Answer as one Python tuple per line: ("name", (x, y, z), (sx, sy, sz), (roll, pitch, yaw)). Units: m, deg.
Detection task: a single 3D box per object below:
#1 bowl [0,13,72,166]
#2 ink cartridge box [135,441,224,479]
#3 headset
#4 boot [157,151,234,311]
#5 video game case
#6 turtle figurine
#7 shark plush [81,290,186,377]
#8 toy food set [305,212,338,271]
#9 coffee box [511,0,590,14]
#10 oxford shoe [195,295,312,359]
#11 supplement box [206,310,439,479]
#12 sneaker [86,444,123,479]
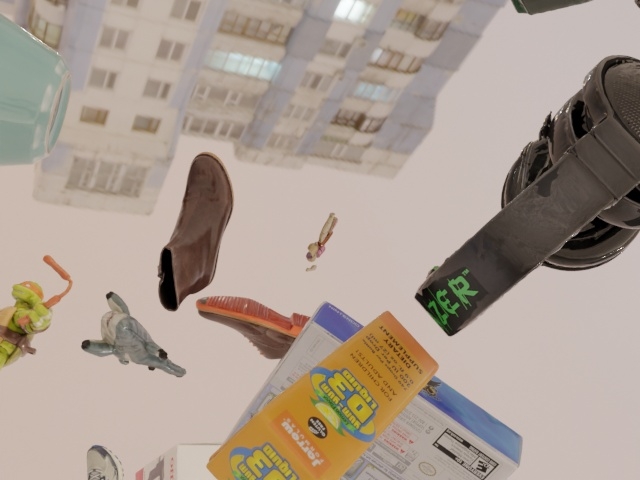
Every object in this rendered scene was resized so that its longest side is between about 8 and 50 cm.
("bowl", (-0.594, -0.271, 1.628), (0.163, 0.311, 0.311), (16, -131, -12))
("ink cartridge box", (-0.229, 0.446, 1.374), (0.100, 0.237, 0.171), (8, -119, -27))
("headset", (0.224, -0.079, 0.709), (0.394, 0.243, 0.185), (-36, -101, -17))
("boot", (-0.222, -0.019, 1.450), (0.090, 0.248, 0.207), (6, -163, 10))
("video game case", (0.048, 0.238, 0.948), (0.270, 0.244, 0.061), (35, -152, 2))
("turtle figurine", (-0.414, 0.131, 1.046), (0.087, 0.270, 0.217), (49, -127, -36))
("shark plush", (-0.208, 0.130, 0.954), (0.067, 0.161, 0.073), (6, -130, 31))
("toy food set", (0.000, 0.000, 1.570), (0.019, 0.122, 0.078), (28, -171, 15))
("coffee box", (0.097, -0.205, 0.355), (0.113, 0.040, 0.184), (44, -126, -42))
("oxford shoe", (-0.117, 0.179, 1.598), (0.272, 0.098, 0.097), (17, -164, 1))
("supplement box", (0.012, 0.139, 0.672), (0.078, 0.080, 0.233), (48, -148, 8))
("sneaker", (-0.321, 0.369, 1.211), (0.058, 0.052, 0.135), (-18, -83, -69))
